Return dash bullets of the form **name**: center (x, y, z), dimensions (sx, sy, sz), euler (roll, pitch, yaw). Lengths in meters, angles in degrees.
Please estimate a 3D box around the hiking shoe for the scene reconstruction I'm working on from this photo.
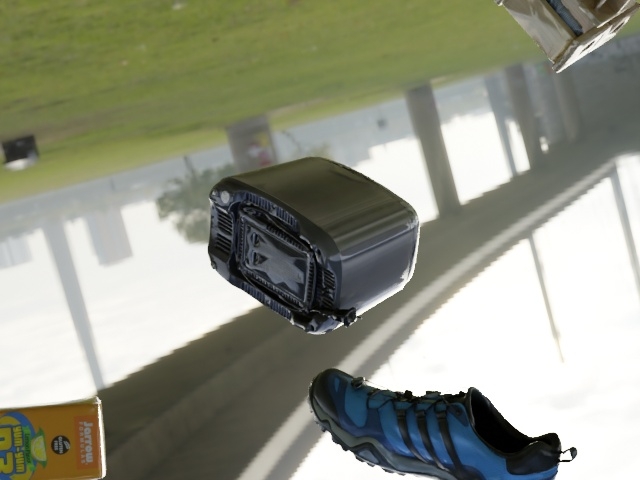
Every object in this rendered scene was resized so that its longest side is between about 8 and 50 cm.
- **hiking shoe**: center (0.131, 0.204, 1.314), dimensions (0.304, 0.132, 0.113), euler (26, -157, 17)

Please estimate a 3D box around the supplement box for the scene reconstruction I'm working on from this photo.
- **supplement box**: center (-0.324, 0.198, 1.118), dimensions (0.233, 0.078, 0.080), euler (-5, 175, -12)

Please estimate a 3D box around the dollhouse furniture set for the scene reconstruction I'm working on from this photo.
- **dollhouse furniture set**: center (0.336, -0.330, 1.458), dimensions (0.129, 0.129, 0.183), euler (-33, 169, -29)

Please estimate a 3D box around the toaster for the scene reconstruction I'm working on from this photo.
- **toaster**: center (0.000, 0.000, 1.211), dimensions (0.146, 0.129, 0.227), euler (-24, -140, -39)
